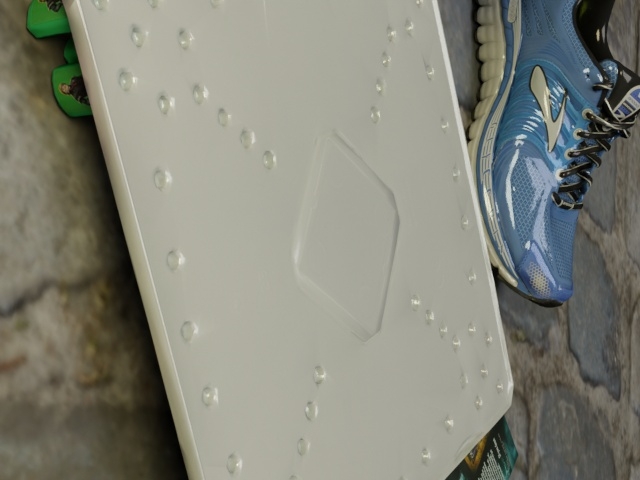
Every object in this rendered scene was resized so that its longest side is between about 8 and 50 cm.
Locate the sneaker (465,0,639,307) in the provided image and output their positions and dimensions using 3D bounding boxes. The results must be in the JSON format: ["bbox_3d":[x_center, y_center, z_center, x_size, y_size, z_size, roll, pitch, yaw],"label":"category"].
[{"bbox_3d":[0.218,-0.104,1.086,0.130,0.147,0.329,10,81,-59],"label":"sneaker"}]

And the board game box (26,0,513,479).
[{"bbox_3d":[0.000,0.000,0.781,0.390,0.050,0.389,-30,110,-55],"label":"board game box"}]

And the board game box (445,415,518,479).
[{"bbox_3d":[0.117,0.163,1.022,0.126,0.026,0.186,-56,135,-43],"label":"board game box"}]
